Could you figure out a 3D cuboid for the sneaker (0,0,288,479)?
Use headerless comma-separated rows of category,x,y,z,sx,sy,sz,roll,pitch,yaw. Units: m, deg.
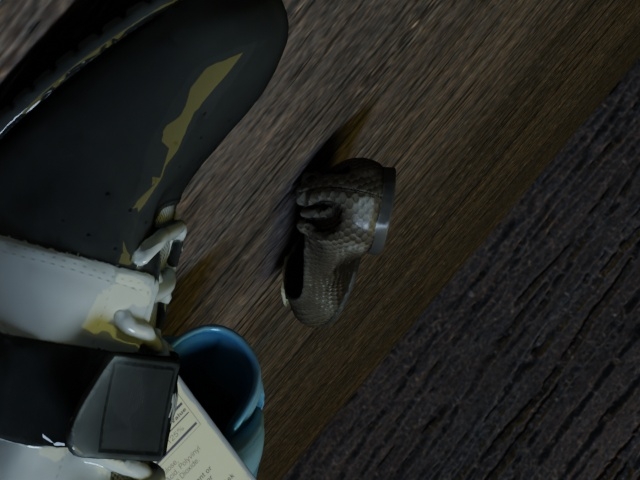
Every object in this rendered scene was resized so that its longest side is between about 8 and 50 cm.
sneaker,-0.095,0.058,0.696,0.330,0.146,0.122,-51,171,9

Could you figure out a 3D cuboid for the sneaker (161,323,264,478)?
sneaker,-0.075,0.123,1.152,0.150,0.135,0.366,-46,173,4

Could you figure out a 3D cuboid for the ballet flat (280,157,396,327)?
ballet flat,0.000,0.000,1.287,0.250,0.058,0.084,123,-25,-75

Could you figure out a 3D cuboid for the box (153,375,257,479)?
box,-0.109,0.118,0.917,0.126,0.072,0.137,-46,132,-17
